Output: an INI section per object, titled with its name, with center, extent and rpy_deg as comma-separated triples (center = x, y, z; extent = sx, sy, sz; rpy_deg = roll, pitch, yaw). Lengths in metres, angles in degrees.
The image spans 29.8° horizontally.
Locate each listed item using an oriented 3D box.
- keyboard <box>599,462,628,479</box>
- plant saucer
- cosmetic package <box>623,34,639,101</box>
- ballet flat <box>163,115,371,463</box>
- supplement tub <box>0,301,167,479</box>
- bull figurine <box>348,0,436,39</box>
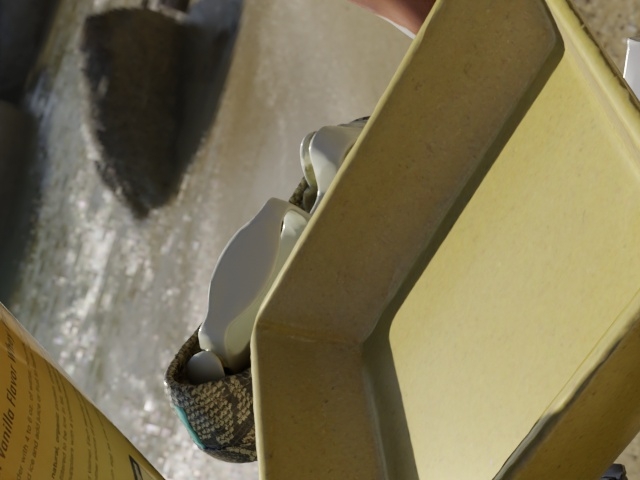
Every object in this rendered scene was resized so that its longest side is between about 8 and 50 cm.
[keyboard]
center = 0.142, 0.208, 0.851
extent = 0.180, 0.023, 0.108
rpy_deg = -13, 63, 57
[plant saucer]
center = 0.072, 0.039, 0.620
extent = 0.332, 0.081, 0.332
rpy_deg = -59, 22, 28
[cosmetic package]
center = 0.362, -0.153, 1.094
extent = 0.060, 0.239, 0.098
rpy_deg = 23, 124, 41
[ballet flat]
center = 0.000, 0.000, 1.244
extent = 0.164, 0.182, 0.482
rpy_deg = 17, 62, 37
[supplement tub]
center = -0.199, 0.124, 0.503
extent = 0.228, 0.316, 0.228
rpy_deg = -13, 47, 15
[bull figurine]
center = 0.074, -0.220, 0.839
extent = 0.101, 0.310, 0.188
rpy_deg = -77, 11, -78
